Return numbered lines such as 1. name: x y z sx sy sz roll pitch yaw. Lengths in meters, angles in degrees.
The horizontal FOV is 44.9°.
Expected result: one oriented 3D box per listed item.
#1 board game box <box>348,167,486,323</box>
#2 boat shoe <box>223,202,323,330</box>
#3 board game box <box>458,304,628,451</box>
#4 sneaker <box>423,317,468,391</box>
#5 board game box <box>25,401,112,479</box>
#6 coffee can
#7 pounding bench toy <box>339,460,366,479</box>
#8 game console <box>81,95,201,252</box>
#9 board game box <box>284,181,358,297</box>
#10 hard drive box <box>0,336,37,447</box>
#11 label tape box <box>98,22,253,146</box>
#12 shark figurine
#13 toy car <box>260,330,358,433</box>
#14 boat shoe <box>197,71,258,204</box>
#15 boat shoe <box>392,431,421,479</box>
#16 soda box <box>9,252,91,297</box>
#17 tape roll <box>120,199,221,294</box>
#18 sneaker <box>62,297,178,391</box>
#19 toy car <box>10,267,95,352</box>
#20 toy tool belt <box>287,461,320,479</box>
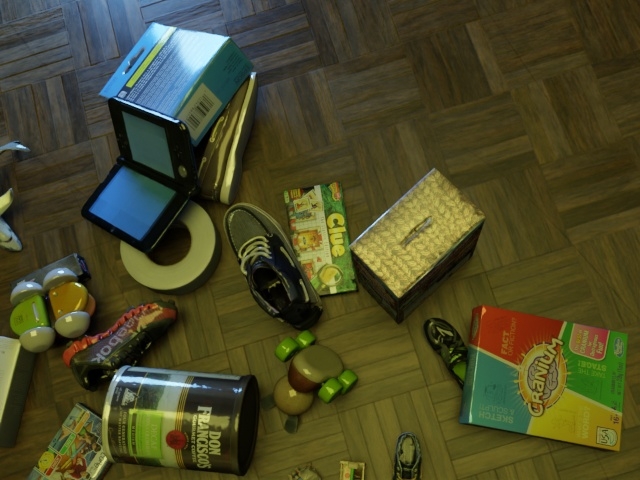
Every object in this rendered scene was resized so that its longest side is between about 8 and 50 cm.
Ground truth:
1. board game box: 0.196 0.022 1.593 0.232 0.291 0.141 -42 74 -7
2. boat shoe: -0.125 0.036 1.675 0.127 0.158 0.340 -41 68 6
3. board game box: 0.453 0.280 1.571 0.316 0.064 0.242 11 75 -6
4. sneaker: 0.285 0.240 1.631 0.067 0.078 0.188 -31 73 -4
5. board game box: -0.525 0.472 1.673 0.136 0.035 0.201 30 79 13
6. coffee can: -0.280 0.367 1.591 0.275 0.201 0.202 3 74 7
7. pounding bench toy: 0.063 0.485 1.581 0.052 0.083 0.065 3 74 7
8. game console: -0.421 -0.153 1.719 0.293 0.250 0.173 24 43 38
9. board game box: 0.000 0.000 1.757 0.136 0.030 0.260 -10 73 1
10. hard drive box: -0.750 0.326 1.710 0.181 0.089 0.232 8 75 8
11. label tape box: -0.347 -0.379 1.843 0.333 0.106 0.241 25 76 44
12. shark figurine: -0.792 -0.115 1.842 0.166 0.116 0.278 5 81 -27
13. toy car: -0.044 0.316 1.642 0.155 0.149 0.188 41 111 19
14. boat shoe: -0.218 -0.247 1.808 0.096 0.116 0.324 11 81 6
15. boat shoe: 0.173 0.482 1.571 0.065 0.083 0.183 0 74 6
16. soda box: -0.621 0.094 1.782 0.169 0.053 0.060 -26 73 -1
17. tape roll: -0.339 0.013 1.766 0.219 0.072 0.219 -2 74 6
18. sneaker: -0.423 0.233 1.686 0.276 0.098 0.135 -30 55 -1
19. toy car: -0.587 0.163 1.716 0.182 0.136 0.159 -23 66 -3
20. toy tool belt: -0.045 0.501 1.613 0.083 0.052 0.051 -35 36 -8
